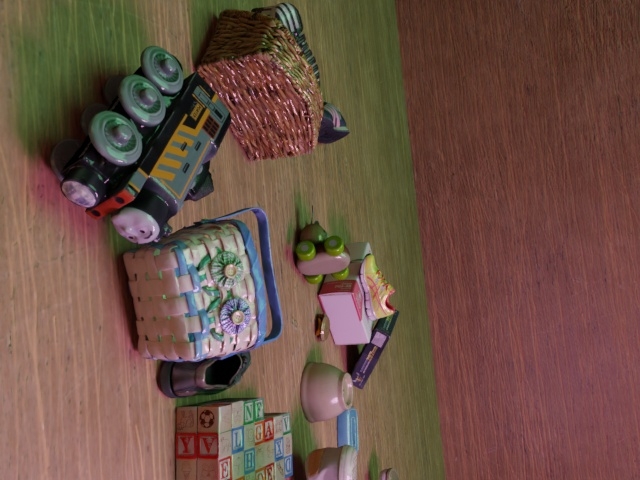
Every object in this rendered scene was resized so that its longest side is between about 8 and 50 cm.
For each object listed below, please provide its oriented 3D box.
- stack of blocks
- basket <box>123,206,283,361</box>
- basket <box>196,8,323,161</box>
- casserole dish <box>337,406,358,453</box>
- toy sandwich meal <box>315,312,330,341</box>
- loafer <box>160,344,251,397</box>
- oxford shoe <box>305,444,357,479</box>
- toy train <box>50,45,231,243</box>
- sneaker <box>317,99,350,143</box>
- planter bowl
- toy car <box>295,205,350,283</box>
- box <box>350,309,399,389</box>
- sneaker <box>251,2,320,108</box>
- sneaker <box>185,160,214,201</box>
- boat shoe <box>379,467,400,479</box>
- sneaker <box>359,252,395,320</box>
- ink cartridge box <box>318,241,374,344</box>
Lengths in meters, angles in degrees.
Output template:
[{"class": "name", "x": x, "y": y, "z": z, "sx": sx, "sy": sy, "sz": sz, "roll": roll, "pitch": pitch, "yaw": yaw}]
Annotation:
[{"class": "stack of blocks", "x": -0.154, "y": 0.390, "z": 1.074, "sx": 0.297, "sy": 0.087, "sz": 0.171, "roll": 26, "pitch": 59, "yaw": -66}, {"class": "basket", "x": -0.172, "y": 0.084, "z": 0.961, "sx": 0.289, "sy": 0.201, "sz": 0.254, "roll": -20, "pitch": 102, "yaw": -59}, {"class": "basket", "x": -0.105, "y": -0.363, "z": 1.273, "sx": 0.299, "sy": 0.213, "sz": 0.223, "roll": 61, "pitch": 30, "yaw": -46}, {"class": "casserole dish", "x": 0.087, "y": 0.594, "z": 1.733, "sx": 0.114, "sy": 0.037, "sz": 0.188, "roll": 33, "pitch": 54, "yaw": -64}, {"class": "toy sandwich meal", "x": 0.005, "y": 0.253, "z": 1.639, "sx": 0.085, "sy": 0.029, "sz": 0.085, "roll": 4, "pitch": 90, "yaw": -74}, {"class": "loafer", "x": -0.186, "y": 0.242, "z": 1.040, "sx": 0.267, "sy": 0.084, "sz": 0.096, "roll": 6, "pitch": 77, "yaw": -69}, {"class": "oxford shoe", "x": 0.022, "y": 0.684, "z": 1.422, "sx": 0.169, "sy": 0.130, "sz": 0.449, "roll": -74, "pitch": 165, "yaw": -58}, {"class": "toy train", "x": -0.256, "y": -0.150, "z": 0.850, "sx": 0.190, "sy": 0.142, "sz": 0.334, "roll": 45, "pitch": 39, "yaw": -31}, {"class": "sneaker", "x": -0.011, "y": -0.383, "z": 1.728, "sx": 0.131, "sy": 0.112, "sz": 0.319, "roll": 67, "pitch": 17, "yaw": 6}, {"class": "planter bowl", "x": 0.026, "y": 0.411, "z": 1.523, "sx": 0.162, "sy": 0.109, "sz": 0.162, "roll": -7, "pitch": 90, "yaw": -69}, {"class": "toy car", "x": 0.000, "y": 0.000, "z": 1.568, "sx": 0.155, "sy": 0.149, "sz": 0.188, "roll": 75, "pitch": 6, "yaw": -55}, {"class": "box", "x": 0.178, "y": 0.351, "z": 1.857, "sx": 0.232, "sy": 0.059, "sz": 0.183, "roll": -66, "pitch": 172, "yaw": 25}, {"class": "sneaker", "x": -0.103, "y": -0.457, "z": 1.408, "sx": 0.106, "sy": 0.162, "sz": 0.281, "roll": -43, "pitch": 136, "yaw": -32}, {"class": "sneaker", "x": -0.234, "y": -0.160, "z": 1.072, "sx": 0.121, "sy": 0.079, "sz": 0.217, "roll": 70, "pitch": 32, "yaw": -40}, {"class": "boat shoe", "x": 0.220, "y": 0.919, "z": 1.889, "sx": 0.113, "sy": 0.103, "sz": 0.302, "roll": -3, "pitch": 87, "yaw": -57}, {"class": "sneaker", "x": 0.180, "y": 0.138, "z": 1.708, "sx": 0.081, "sy": 0.094, "sz": 0.208, "roll": -33, "pitch": 113, "yaw": -65}, {"class": "ink cartridge box", "x": 0.103, "y": 0.163, "z": 1.798, "sx": 0.283, "sy": 0.117, "sz": 0.207, "roll": -66, "pitch": 143, "yaw": -53}]
